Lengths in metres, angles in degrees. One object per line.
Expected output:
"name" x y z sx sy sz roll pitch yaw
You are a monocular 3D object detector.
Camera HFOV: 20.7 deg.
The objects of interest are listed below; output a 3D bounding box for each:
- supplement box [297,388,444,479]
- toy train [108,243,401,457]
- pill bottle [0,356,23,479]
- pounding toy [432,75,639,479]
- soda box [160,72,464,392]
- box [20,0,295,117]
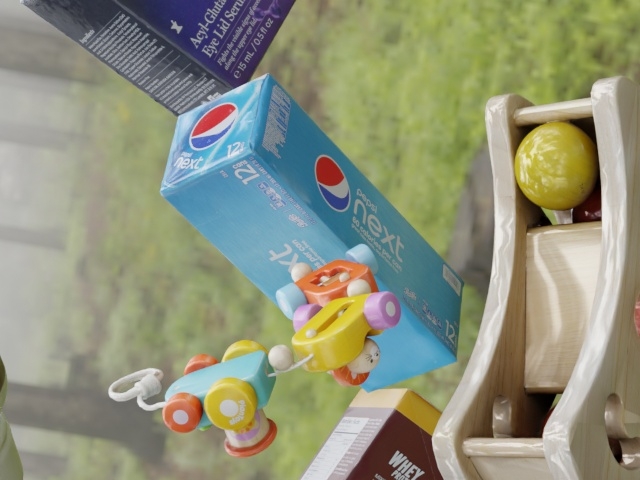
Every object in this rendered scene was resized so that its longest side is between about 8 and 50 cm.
"supplement box" 0.071 0.249 1.402 0.194 0.191 0.129 -55 9 -13
"toy train" -0.020 0.061 0.906 0.125 0.166 0.046 6 123 62
"pill bottle" -0.427 0.093 1.651 0.224 0.224 0.392 -88 -14 -61
"pounding toy" 0.102 0.062 0.872 0.155 0.154 0.269 -5 85 41
"soda box" 0.000 0.000 1.048 0.071 0.210 0.067 -22 39 30
"box" -0.140 -0.229 1.591 0.108 0.207 0.153 -27 32 58
